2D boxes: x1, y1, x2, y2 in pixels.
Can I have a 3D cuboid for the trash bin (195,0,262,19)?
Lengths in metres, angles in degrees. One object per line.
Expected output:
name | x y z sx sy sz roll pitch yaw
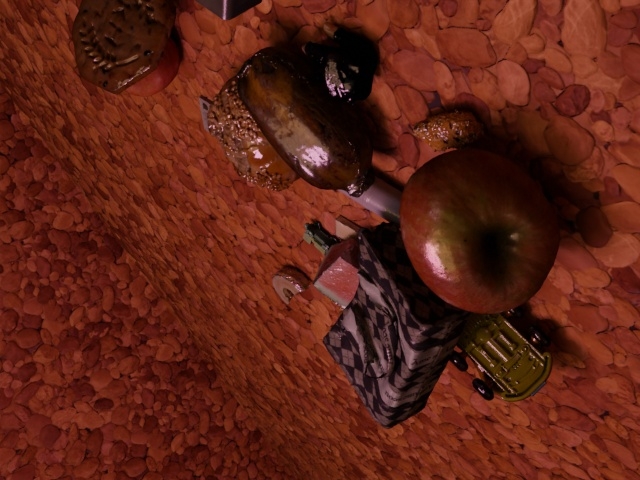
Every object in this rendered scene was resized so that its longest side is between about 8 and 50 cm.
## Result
trash bin | -0.203 -0.604 1.422 0.164 0.122 0.240 39 148 16

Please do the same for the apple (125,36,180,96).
apple | -0.479 -0.479 1.869 0.209 0.209 0.164 24 141 37

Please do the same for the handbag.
handbag | 0.159 0.187 1.603 0.317 0.180 0.416 54 148 32

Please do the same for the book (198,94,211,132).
book | -0.274 -0.322 1.972 0.181 0.014 0.127 35 149 23

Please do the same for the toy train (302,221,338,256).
toy train | 0.000 0.000 1.958 0.122 0.050 0.081 42 155 11

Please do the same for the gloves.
gloves | 0.021 -0.361 1.423 0.180 0.106 0.129 25 146 29

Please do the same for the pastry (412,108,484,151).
pastry | 0.245 -0.212 1.350 0.080 0.056 0.140 45 152 -19

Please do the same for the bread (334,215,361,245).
bread | 0.099 -0.006 1.835 0.153 0.028 0.068 32 148 28

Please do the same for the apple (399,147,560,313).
apple | 0.289 -0.022 1.319 0.250 0.277 0.309 -131 27 -78

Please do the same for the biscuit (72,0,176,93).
biscuit | -0.500 -0.545 1.746 0.359 0.359 0.046 31 -169 29

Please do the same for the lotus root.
lotus root | -0.028 -0.259 1.535 0.397 0.179 0.196 48 142 1

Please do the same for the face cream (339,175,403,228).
face cream | 0.126 -0.107 1.620 0.250 0.077 0.077 33 148 22

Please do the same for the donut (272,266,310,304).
donut | -0.100 0.136 2.245 0.108 0.065 0.166 48 152 1

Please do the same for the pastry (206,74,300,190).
pastry | -0.170 -0.258 1.759 0.255 0.162 0.311 17 140 41

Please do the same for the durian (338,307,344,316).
durian | 0.123 0.229 2.017 0.186 0.153 0.260 65 150 23

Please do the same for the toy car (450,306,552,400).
toy car | 0.406 0.249 1.584 0.248 0.200 0.142 51 -175 22

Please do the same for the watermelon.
watermelon | 0.115 0.109 1.795 0.318 0.148 0.226 25 155 30
